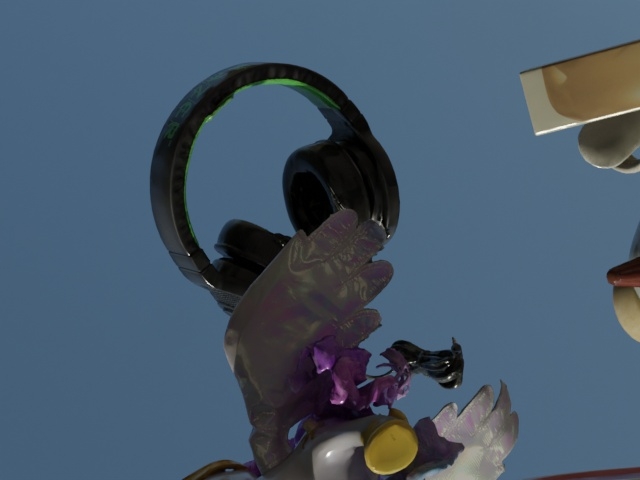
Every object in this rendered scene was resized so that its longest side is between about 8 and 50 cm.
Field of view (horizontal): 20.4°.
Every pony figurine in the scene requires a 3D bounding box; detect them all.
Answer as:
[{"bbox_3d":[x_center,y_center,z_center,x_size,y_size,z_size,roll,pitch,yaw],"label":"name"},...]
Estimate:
[{"bbox_3d":[0.002,0.190,1.522,0.303,0.351,0.363,51,176,-12],"label":"pony figurine"}]

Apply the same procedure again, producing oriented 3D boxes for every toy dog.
[{"bbox_3d":[0.308,-0.059,1.574,0.161,0.220,0.333,13,-128,-37],"label":"toy dog"}]

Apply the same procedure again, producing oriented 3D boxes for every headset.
[{"bbox_3d":[0.000,0.000,1.814,0.243,0.185,0.394,-46,-61,-19],"label":"headset"}]

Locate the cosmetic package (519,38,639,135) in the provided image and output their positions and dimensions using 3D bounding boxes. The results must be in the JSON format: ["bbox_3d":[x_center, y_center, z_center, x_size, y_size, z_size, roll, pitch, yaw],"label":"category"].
[{"bbox_3d":[0.184,-0.098,1.066,0.060,0.115,0.041,-24,-81,-68],"label":"cosmetic package"}]

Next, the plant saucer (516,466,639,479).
[{"bbox_3d":[0.319,0.280,1.834,0.332,0.332,0.084,-1,-96,-42],"label":"plant saucer"}]
